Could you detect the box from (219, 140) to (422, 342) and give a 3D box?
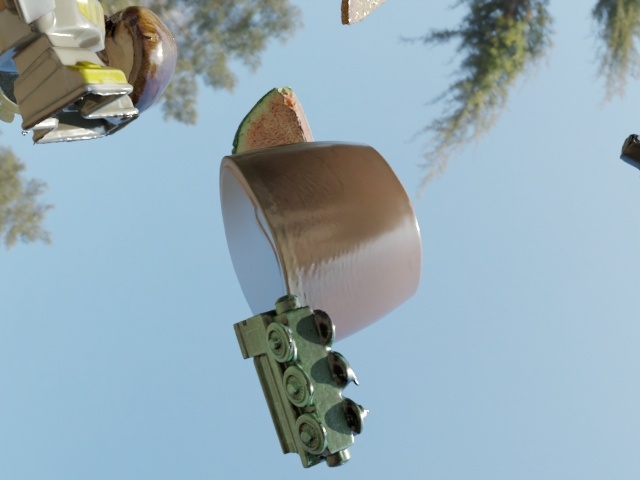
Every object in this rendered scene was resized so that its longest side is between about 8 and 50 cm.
[{"bbox_3d":[0.000,0.000,1.250,0.216,0.301,0.301,-15,-136,-16],"label":"box"}]

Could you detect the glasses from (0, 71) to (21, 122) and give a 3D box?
[{"bbox_3d":[-0.343,-0.265,1.093,0.088,0.190,0.220,-12,-162,21],"label":"glasses"}]

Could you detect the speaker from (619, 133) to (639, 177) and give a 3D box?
[{"bbox_3d":[0.463,-0.131,0.831,0.254,0.184,0.232,23,-92,0],"label":"speaker"}]

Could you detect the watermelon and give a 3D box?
[{"bbox_3d":[-0.084,-0.152,1.533,0.146,0.231,0.128,-16,-162,8],"label":"watermelon"}]

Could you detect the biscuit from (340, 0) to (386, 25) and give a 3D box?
[{"bbox_3d":[0.079,-0.454,1.531,0.025,0.126,0.206,11,-148,23],"label":"biscuit"}]

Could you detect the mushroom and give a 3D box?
[{"bbox_3d":[-0.353,-0.336,1.642,0.138,0.194,0.231,-30,-155,-37],"label":"mushroom"}]

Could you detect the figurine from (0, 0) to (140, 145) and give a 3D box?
[{"bbox_3d":[-0.292,-0.246,0.897,0.143,0.308,0.308,-25,-142,-27],"label":"figurine"}]

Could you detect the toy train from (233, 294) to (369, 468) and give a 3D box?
[{"bbox_3d":[-0.020,0.140,0.861,0.111,0.071,0.170,-26,-99,55],"label":"toy train"}]
